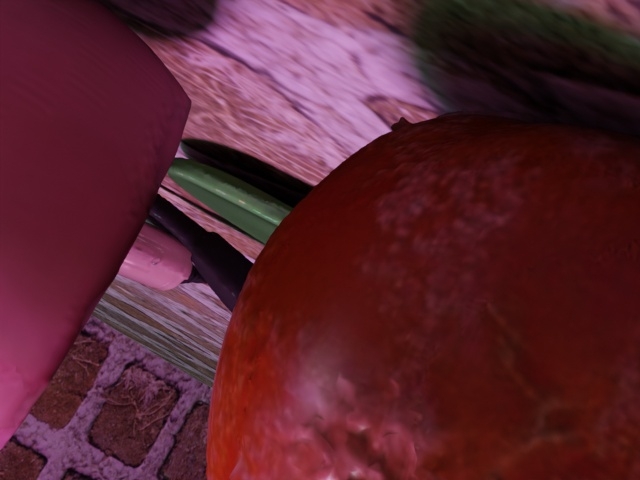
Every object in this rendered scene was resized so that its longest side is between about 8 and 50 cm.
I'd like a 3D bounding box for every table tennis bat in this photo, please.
[{"bbox_3d":[0.000,0.000,0.847,0.160,0.039,0.257,30,177,-14],"label":"table tennis bat"}]

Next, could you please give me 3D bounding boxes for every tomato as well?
[{"bbox_3d":[0.074,0.071,0.498,0.232,0.188,0.232,31,173,4],"label":"tomato"}]

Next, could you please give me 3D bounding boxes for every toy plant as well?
[{"bbox_3d":[-0.234,-0.055,0.562,0.356,0.317,0.210,37,130,-16],"label":"toy plant"}]

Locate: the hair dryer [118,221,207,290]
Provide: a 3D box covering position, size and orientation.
[{"bbox_3d":[-0.199,-0.019,1.212,0.189,0.106,0.344,23,176,37],"label":"hair dryer"}]

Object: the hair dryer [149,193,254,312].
[{"bbox_3d":[-0.025,0.075,1.028,0.359,0.120,0.304,41,-160,8],"label":"hair dryer"}]
